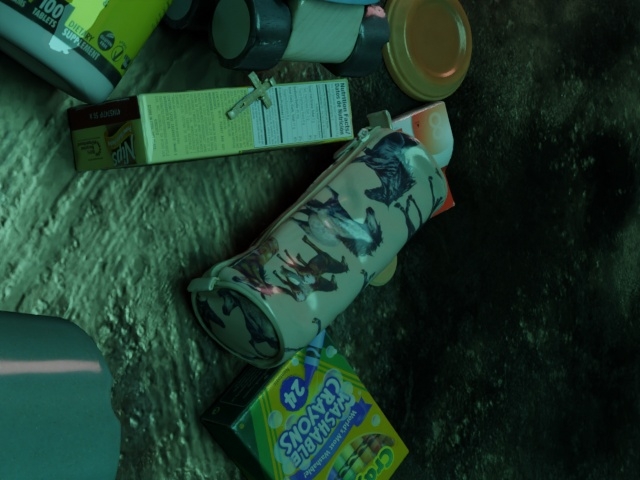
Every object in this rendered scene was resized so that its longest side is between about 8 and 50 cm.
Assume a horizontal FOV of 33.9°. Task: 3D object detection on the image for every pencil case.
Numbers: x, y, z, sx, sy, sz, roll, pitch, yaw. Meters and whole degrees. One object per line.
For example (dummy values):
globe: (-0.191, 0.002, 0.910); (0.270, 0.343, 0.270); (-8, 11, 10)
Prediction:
pencil case: (0.000, 0.000, 1.469); (0.410, 0.160, 0.183); (-44, 107, -31)

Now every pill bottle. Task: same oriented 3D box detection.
pill bottle: (-0.240, -0.340, 1.204); (0.188, 0.188, 0.334); (36, 82, -34)

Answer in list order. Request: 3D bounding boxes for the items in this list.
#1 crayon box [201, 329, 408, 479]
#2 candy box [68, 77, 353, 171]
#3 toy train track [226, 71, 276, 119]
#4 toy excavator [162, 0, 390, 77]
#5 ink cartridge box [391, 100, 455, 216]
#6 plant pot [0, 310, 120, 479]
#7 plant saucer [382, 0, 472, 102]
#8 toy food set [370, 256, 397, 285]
crayon box: (-0.002, 0.300, 1.518); (0.203, 0.083, 0.323); (-48, 119, -29)
candy box: (-0.135, -0.149, 1.339); (0.316, 0.183, 0.088); (-12, 99, -39)
toy train track: (-0.080, -0.171, 1.256); (0.083, 0.014, 0.048); (-44, 114, -31)
toy excavator: (-0.061, -0.480, 1.352); (0.222, 0.433, 0.445); (-3, 120, -39)
ink cartridge box: (0.159, -0.117, 1.675); (0.145, 0.045, 0.179); (-26, 104, -36)
plant pot: (-0.405, 0.201, 1.045); (0.334, 0.341, 0.341); (6, 86, -47)
plant saucer: (0.180, -0.325, 1.695); (0.200, 0.037, 0.200); (0, 90, -39)
toy food set: (0.086, 0.031, 1.629); (0.083, 0.020, 0.083); (27, 74, -37)
